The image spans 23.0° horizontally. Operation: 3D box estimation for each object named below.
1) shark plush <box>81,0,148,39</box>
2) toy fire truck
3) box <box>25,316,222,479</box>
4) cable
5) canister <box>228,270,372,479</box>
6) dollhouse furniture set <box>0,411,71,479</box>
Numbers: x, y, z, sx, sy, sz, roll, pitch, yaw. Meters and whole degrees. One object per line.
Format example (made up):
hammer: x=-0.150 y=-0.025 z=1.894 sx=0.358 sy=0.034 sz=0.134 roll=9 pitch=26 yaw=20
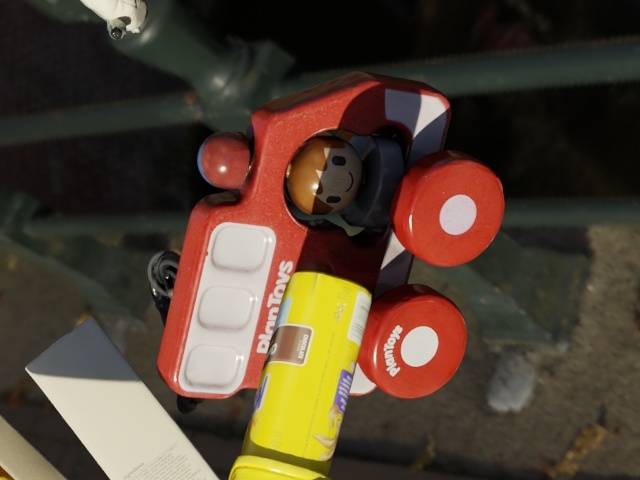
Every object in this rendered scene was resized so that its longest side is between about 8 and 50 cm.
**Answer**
shark plush: x=-0.212 y=-0.253 z=1.635 sx=0.161 sy=0.067 sz=0.073 roll=-39 pitch=-33 yaw=-78
toy fire truck: x=0.000 y=0.000 z=1.384 sx=0.169 sy=0.254 sz=0.302 roll=36 pitch=116 yaw=56
box: x=-0.244 y=0.238 z=1.990 sx=0.113 sy=0.094 sz=0.275 roll=-37 pitch=76 yaw=-7
cable: x=-0.147 y=0.097 z=1.626 sx=0.047 sy=0.184 sz=0.150 roll=-18 pitch=66 yaw=-15
canister: x=-0.015 y=0.120 z=1.193 sx=0.126 sy=0.073 sz=0.169 roll=112 pitch=173 yaw=-71
dollhouse furniture set: x=-0.267 y=0.308 z=1.510 sx=0.151 sy=0.301 sz=0.197 roll=-45 pitch=-6 yaw=-17
